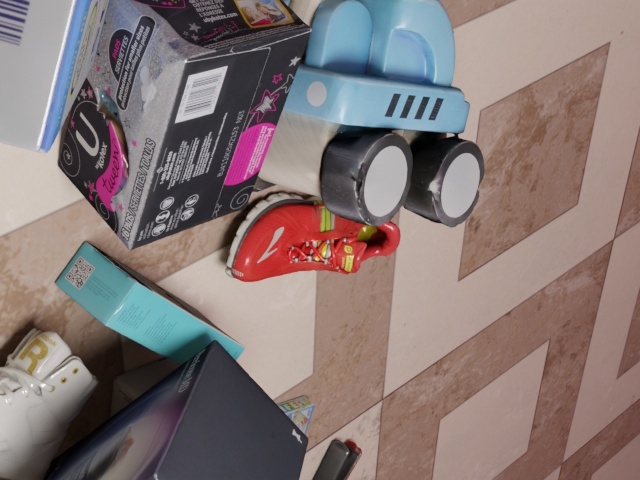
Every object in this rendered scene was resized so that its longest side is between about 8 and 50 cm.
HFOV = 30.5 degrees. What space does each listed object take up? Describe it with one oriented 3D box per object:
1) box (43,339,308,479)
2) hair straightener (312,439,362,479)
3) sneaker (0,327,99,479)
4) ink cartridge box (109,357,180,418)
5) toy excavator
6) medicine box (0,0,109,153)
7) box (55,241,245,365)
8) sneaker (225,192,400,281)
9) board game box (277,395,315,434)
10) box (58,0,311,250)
[{"bbox_3d":[-0.192,0.305,1.281,0.294,0.183,0.296,-36,-167,18],"label":"box"},{"bbox_3d":[-0.022,0.425,1.919,0.230,0.047,0.089,-56,146,7],"label":"hair straightener"},{"bbox_3d":[-0.349,0.157,1.243,0.169,0.108,0.292,-57,156,-2],"label":"sneaker"},{"bbox_3d":[-0.194,0.254,1.519,0.148,0.086,0.203,-20,131,-41],"label":"ink cartridge box"},{"bbox_3d":[0.016,-0.254,1.297,0.433,0.222,0.445,-1,105,-50],"label":"toy excavator"},{"bbox_3d":[-0.227,-0.244,0.883,0.149,0.289,0.263,15,111,-9],"label":"medicine box"},{"bbox_3d":[-0.193,0.090,1.373,0.060,0.100,0.244,-54,146,-3],"label":"box"},{"bbox_3d":[0.000,0.000,1.520,0.279,0.118,0.107,-17,129,-43],"label":"sneaker"},{"bbox_3d":[-0.071,0.315,1.773,0.103,0.026,0.154,-10,125,-47],"label":"board game box"},{"bbox_3d":[-0.143,-0.140,1.165,0.163,0.142,0.247,-22,148,-39],"label":"box"}]
